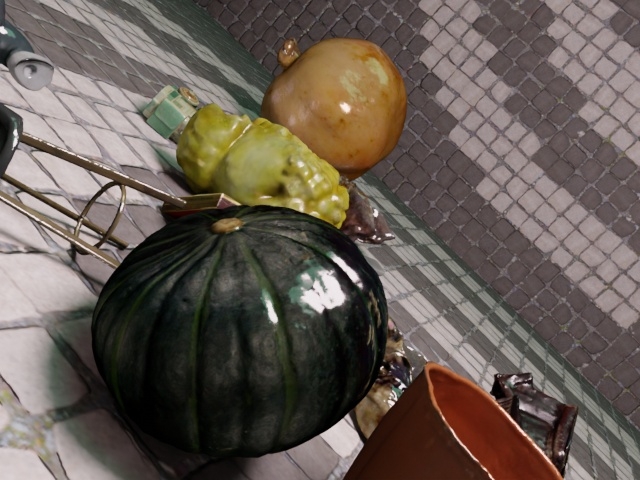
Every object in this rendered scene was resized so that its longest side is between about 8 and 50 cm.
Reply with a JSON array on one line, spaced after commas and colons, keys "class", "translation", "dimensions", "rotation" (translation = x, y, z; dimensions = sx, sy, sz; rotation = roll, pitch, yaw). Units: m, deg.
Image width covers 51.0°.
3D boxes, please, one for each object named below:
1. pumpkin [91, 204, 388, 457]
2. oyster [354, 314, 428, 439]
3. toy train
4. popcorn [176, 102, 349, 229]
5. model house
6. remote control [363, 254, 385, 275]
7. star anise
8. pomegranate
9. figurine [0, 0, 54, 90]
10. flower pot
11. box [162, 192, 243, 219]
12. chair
[{"class": "pumpkin", "translation": [-0.066, 0.080, 0.566], "dimensions": [0.250, 0.216, 0.250], "rotation": [9, 12, -2]}, {"class": "oyster", "translation": [0.124, 0.216, 0.894], "dimensions": [0.221, 0.096, 0.361], "rotation": [39, 15, -45]}, {"class": "toy train", "translation": [-0.226, -0.198, 1.216], "dimensions": [0.194, 0.081, 0.125], "rotation": [42, 23, -12]}, {"class": "popcorn", "translation": [-0.085, -0.093, 1.091], "dimensions": [0.286, 0.174, 0.225], "rotation": [34, 2, 6]}, {"class": "model house", "translation": [0.294, 0.293, 1.009], "dimensions": [0.164, 0.141, 0.203], "rotation": [18, 27, 23]}, {"class": "remote control", "translation": [0.065, 0.039, 1.415], "dimensions": [0.184, 0.027, 0.050], "rotation": [24, 21, -42]}, {"class": "star anise", "translation": [0.028, -0.090, 1.520], "dimensions": [0.331, 0.117, 0.332], "rotation": [32, 12, -8]}, {"class": "pomegranate", "translation": [0.028, -0.355, 1.759], "dimensions": [0.411, 0.411, 0.411], "rotation": [40, 14, -12]}, {"class": "figurine", "translation": [-0.409, -0.242, 0.695], "dimensions": [0.265, 0.140, 0.193], "rotation": [23, 25, 21]}, {"class": "flower pot", "translation": [0.103, 0.234, 0.588], "dimensions": [0.190, 0.173, 0.190], "rotation": [40, 12, -10]}, {"class": "box", "translation": [-0.138, -0.030, 0.884], "dimensions": [0.133, 0.023, 0.090], "rotation": [0, -23, 46]}, {"class": "chair", "translation": [-0.243, -0.037, 0.632], "dimensions": [0.221, 0.104, 0.095], "rotation": [36, 32, -36]}]
